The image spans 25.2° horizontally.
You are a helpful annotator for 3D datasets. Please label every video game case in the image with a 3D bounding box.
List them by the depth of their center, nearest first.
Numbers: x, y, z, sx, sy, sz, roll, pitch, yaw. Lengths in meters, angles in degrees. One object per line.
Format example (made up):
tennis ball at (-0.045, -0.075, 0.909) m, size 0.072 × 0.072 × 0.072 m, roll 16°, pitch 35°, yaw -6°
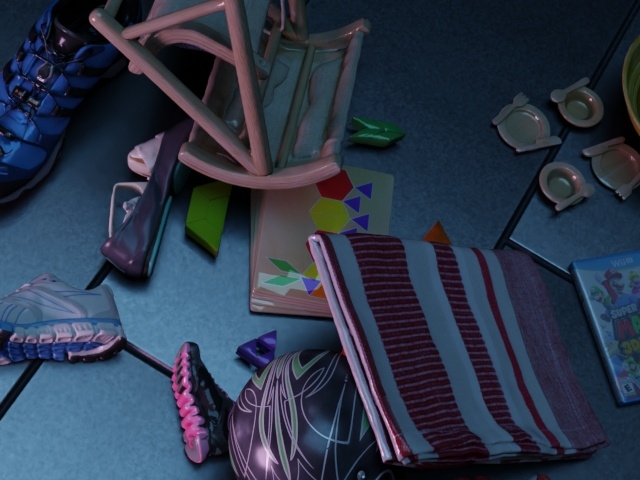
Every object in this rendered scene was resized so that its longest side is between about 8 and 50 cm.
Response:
video game case at (0.348, 0.090, 1.538) m, size 0.119 × 0.015 × 0.166 m, roll -9°, pitch 66°, yaw -16°

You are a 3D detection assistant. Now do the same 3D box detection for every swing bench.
swing bench at (-0.079, -0.216, 1.455) m, size 0.165 × 0.254 × 0.253 m, roll -13°, pitch 38°, yaw 22°

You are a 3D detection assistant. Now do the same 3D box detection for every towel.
towel at (0.141, 0.102, 1.379) m, size 0.329 × 0.037 × 0.237 m, roll 6°, pitch 56°, yaw -47°

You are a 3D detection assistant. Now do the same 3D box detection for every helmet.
helmet at (-0.006, 0.183, 1.307) m, size 0.169 × 0.161 × 0.169 m, roll -8°, pitch 69°, yaw 22°

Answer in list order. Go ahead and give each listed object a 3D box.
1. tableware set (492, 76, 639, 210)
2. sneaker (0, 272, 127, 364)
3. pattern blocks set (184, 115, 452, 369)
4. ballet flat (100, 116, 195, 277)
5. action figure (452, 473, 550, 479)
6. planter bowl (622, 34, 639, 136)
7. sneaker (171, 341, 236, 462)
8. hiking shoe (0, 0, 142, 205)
tableware set at (0.286, -0.108, 1.621) m, size 0.141 × 0.020 × 0.168 m, roll -24°, pitch 72°, yaw -22°
sneaker at (-0.286, 0.071, 1.382) m, size 0.191 × 0.071 × 0.083 m, roll 2°, pitch 57°, yaw -21°
pattern blocks set at (0.000, 0.000, 1.498) m, size 0.285 × 0.026 × 0.324 m, roll 18°, pitch 61°, yaw -3°
ballet flat at (-0.173, -0.057, 1.465) m, size 0.074 × 0.074 × 0.203 m, roll 20°, pitch 64°, yaw -2°
action figure at (0.118, 0.280, 1.327) m, size 0.280 × 0.139 × 0.091 m, roll -26°, pitch 73°, yaw -25°
planter bowl at (0.430, -0.141, 1.629) m, size 0.217 × 0.090 × 0.217 m, roll 6°, pitch 62°, yaw -11°
sneaker at (-0.109, 0.155, 1.390) m, size 0.057 × 0.047 × 0.119 m, roll -5°, pitch 72°, yaw -22°
hiking shoe at (-0.286, -0.170, 1.459) m, size 0.113 × 0.132 × 0.304 m, roll 29°, pitch 61°, yaw 3°
